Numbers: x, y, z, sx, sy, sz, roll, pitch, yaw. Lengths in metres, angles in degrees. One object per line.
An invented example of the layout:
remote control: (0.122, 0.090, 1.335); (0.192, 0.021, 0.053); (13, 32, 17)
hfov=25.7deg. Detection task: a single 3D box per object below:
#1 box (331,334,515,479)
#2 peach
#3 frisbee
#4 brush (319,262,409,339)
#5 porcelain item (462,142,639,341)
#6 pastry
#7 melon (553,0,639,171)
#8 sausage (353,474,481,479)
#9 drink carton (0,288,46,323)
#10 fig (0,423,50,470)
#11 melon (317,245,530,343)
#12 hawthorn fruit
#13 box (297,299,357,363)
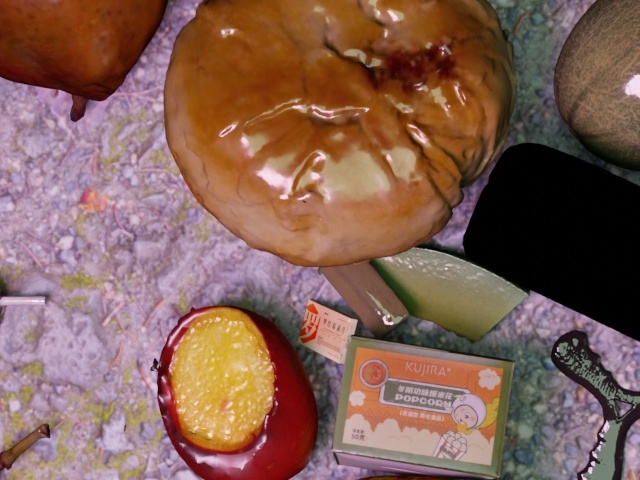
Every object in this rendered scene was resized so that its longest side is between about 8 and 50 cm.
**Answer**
box: (0.121, 0.203, 1.661); (0.194, 0.177, 0.148); (9, 76, 6)
peach: (-0.102, 0.187, 1.677); (0.196, 0.190, 0.226); (-36, 116, -31)
frisbee: (0.387, 0.199, 1.730); (0.187, 0.012, 0.211); (-17, 91, 6)
brush: (0.000, 0.000, 1.712); (0.054, 0.048, 0.282); (-42, 79, 10)
porcelain item: (0.311, 0.002, 1.588); (0.281, 0.286, 0.157); (27, 95, 5)
pastry: (0.021, -0.160, 1.608); (0.409, 0.245, 0.410); (-1, 75, 2)
melon: (0.414, -0.202, 1.590); (0.301, 0.237, 0.237); (-29, 91, 7)
sausage: (0.091, 0.331, 1.654); (0.125, 0.317, 0.117); (-11, 91, -34)
drink carton: (-0.450, 0.079, 1.768); (0.200, 0.084, 0.075); (16, 72, 5)
fig: (-0.478, 0.309, 1.758); (0.249, 0.186, 0.204); (-21, 117, -34)
melon: (0.126, 0.056, 1.739); (0.261, 0.053, 0.114); (14, 113, 8)
hawthorn fruit: (-0.319, -0.326, 1.623); (0.308, 0.308, 0.325); (-19, 84, 6)
box: (0.008, 0.112, 1.727); (0.015, 0.093, 0.058); (8, 98, -37)
